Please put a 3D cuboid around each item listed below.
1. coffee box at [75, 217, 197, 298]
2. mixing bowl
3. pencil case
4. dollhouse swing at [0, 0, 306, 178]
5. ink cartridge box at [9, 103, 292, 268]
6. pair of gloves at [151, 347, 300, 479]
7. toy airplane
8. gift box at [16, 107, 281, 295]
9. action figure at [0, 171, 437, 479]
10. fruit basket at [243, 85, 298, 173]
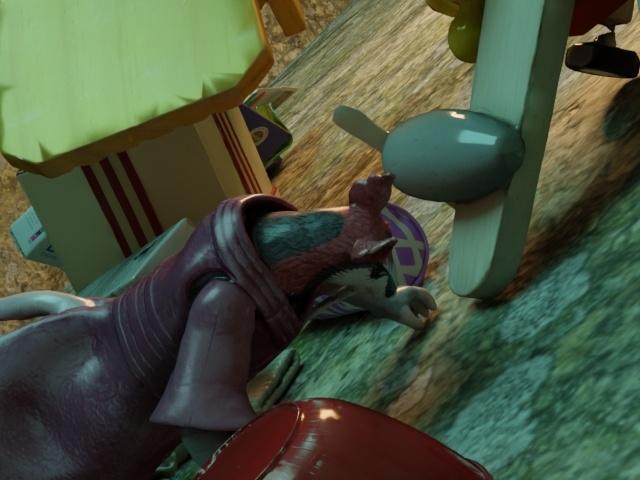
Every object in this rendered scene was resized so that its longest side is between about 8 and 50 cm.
[{"bbox_3d":[-0.175,0.092,1.237,0.246,0.141,0.098,-31,18,49],"label":"coffee box"},{"bbox_3d":[-0.010,0.146,0.608,0.181,0.098,0.181,-40,11,10],"label":"mixing bowl"},{"bbox_3d":[0.010,0.019,1.014,0.086,0.088,0.206,-51,15,-25],"label":"pencil case"},{"bbox_3d":[-0.184,-0.189,1.357,0.346,0.305,0.315,-21,-22,6],"label":"dollhouse swing"},{"bbox_3d":[-0.217,-0.067,1.691,0.330,0.071,0.324,-40,-26,14],"label":"ink cartridge box"},{"bbox_3d":[-0.133,0.184,1.016,0.240,0.042,0.204,-49,13,-31],"label":"pair of gloves"},{"bbox_3d":[0.129,-0.210,0.801,0.384,0.272,0.386,99,180,-49],"label":"toy airplane"},{"bbox_3d":[-0.167,-0.038,1.416,0.276,0.258,0.255,-15,20,16],"label":"gift box"},{"bbox_3d":[-0.091,0.053,0.790,0.370,0.276,0.248,-41,8,29],"label":"action figure"},{"bbox_3d":[-0.177,-0.127,1.887,0.327,0.165,0.353,-40,6,11],"label":"fruit basket"}]
